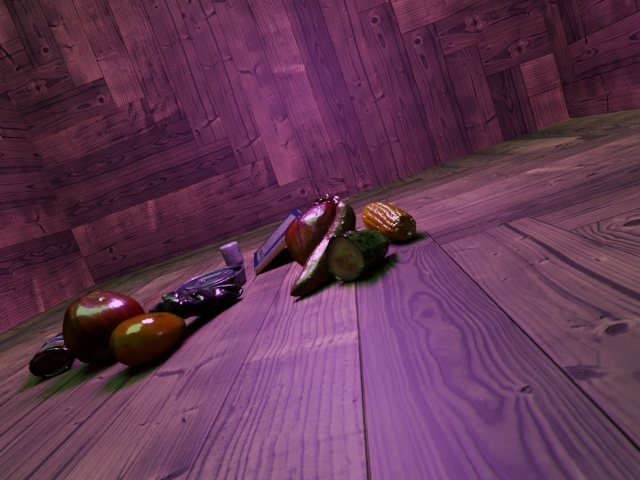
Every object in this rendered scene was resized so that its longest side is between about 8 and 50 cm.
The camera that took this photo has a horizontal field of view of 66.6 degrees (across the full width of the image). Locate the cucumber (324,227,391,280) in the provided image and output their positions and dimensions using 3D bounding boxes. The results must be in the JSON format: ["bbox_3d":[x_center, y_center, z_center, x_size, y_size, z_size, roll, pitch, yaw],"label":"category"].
[{"bbox_3d":[0.129,0.025,1.385,0.134,0.134,0.244,-12,3,40],"label":"cucumber"}]

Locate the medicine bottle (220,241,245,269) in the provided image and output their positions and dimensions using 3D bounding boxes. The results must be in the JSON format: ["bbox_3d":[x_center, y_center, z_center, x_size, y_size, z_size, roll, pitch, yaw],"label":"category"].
[{"bbox_3d":[-0.378,0.077,2.117,0.080,0.130,0.080,-20,10,4],"label":"medicine bottle"}]

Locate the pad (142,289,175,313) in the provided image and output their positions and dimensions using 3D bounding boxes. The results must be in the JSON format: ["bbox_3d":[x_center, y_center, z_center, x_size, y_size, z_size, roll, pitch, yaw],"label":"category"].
[{"bbox_3d":[-0.609,0.233,2.040,0.284,0.018,0.286,-21,8,-12],"label":"pad"}]

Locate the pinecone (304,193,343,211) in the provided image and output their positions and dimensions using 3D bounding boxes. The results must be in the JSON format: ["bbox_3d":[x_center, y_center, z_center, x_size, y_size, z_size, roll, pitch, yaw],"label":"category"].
[{"bbox_3d":[0.043,-0.098,2.092,0.207,0.208,0.208,-19,9,3],"label":"pinecone"}]

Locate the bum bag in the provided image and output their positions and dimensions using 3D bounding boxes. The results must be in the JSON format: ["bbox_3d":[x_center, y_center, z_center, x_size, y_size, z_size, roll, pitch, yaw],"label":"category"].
[{"bbox_3d":[-0.378,0.189,1.487,0.144,0.095,0.340,-20,-6,25],"label":"bum bag"}]

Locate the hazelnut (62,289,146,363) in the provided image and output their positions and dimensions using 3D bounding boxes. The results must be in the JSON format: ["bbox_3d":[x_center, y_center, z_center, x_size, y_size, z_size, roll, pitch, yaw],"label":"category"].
[{"bbox_3d":[-0.639,0.245,1.432,0.217,0.217,0.251,-17,8,17],"label":"hazelnut"}]

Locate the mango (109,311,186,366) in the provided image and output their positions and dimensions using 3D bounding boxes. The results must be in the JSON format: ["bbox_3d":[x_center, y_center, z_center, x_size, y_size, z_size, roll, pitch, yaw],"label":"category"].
[{"bbox_3d":[-0.448,0.249,1.267,0.151,0.121,0.221,-10,4,13],"label":"mango"}]

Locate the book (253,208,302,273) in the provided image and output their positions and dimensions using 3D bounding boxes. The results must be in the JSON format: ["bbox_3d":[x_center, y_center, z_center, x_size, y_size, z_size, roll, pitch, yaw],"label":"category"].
[{"bbox_3d":[-0.180,-0.009,2.103,0.300,0.039,0.428,-48,10,1],"label":"book"}]

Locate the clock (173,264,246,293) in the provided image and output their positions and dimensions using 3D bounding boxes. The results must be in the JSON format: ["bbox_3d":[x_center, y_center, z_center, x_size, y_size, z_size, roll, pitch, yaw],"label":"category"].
[{"bbox_3d":[-0.414,0.167,1.847,0.280,0.056,0.280,-17,11,4],"label":"clock"}]

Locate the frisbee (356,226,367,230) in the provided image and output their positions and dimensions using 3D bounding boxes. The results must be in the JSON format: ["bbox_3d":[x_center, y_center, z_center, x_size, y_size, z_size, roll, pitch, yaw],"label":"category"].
[{"bbox_3d":[0.140,-0.014,1.904,0.235,0.017,0.236,-20,8,3],"label":"frisbee"}]

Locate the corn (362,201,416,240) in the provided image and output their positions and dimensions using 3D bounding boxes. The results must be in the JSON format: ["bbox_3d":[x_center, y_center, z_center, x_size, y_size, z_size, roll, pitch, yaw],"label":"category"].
[{"bbox_3d":[0.231,-0.066,1.688,0.120,0.120,0.363,-21,14,-5],"label":"corn"}]

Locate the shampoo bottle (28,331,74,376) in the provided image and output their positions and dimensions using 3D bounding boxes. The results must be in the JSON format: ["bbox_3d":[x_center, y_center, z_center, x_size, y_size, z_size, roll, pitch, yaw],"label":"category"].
[{"bbox_3d":[-0.857,0.361,1.598,0.129,0.084,0.323,-20,8,-19],"label":"shampoo bottle"}]

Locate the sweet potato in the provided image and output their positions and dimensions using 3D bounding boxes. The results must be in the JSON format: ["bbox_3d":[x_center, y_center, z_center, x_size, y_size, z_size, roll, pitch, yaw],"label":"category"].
[{"bbox_3d":[0.019,0.045,1.423,0.092,0.114,0.342,7,56,41],"label":"sweet potato"}]

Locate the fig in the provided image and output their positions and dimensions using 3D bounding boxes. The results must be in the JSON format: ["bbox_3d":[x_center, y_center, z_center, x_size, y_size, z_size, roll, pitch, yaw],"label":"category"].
[{"bbox_3d":[-0.002,-0.010,1.590,0.223,0.224,0.263,-17,9,19],"label":"fig"}]
